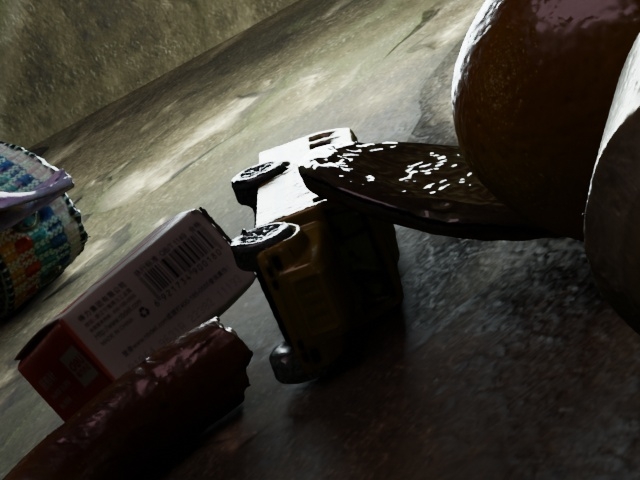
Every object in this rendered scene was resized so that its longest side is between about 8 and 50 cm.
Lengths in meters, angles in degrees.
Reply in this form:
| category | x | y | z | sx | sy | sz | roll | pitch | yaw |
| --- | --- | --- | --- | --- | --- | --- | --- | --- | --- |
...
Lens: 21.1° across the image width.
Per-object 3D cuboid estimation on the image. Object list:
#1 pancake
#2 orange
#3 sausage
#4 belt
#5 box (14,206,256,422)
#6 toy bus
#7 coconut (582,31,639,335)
| category | x | y | z | sx | sy | sz | roll | pitch | yaw |
| --- | --- | --- | --- | --- | --- | --- | --- | --- | --- |
| pancake | 0.104 | -0.047 | 1.325 | 0.250 | 0.031 | 0.250 | 3 | 17 | -1 |
| orange | 0.206 | -0.103 | 1.163 | 0.236 | 0.236 | 0.236 | -29 | 15 | 9 |
| sausage | -0.165 | 0.166 | 1.284 | 0.103 | 0.076 | 0.302 | -14 | 23 | 50 |
| belt | -0.424 | -0.006 | 2.114 | 0.160 | 0.207 | 0.295 | -36 | 30 | -32 |
| box | -0.163 | 0.067 | 1.503 | 0.182 | 0.099 | 0.133 | -42 | 1 | -33 |
| toy bus | 0.000 | 0.000 | 1.428 | 0.123 | 0.121 | 0.335 | -20 | 15 | 4 |
| coconut | 0.245 | -0.037 | 0.911 | 0.202 | 0.202 | 0.222 | -22 | 21 | 30 |
